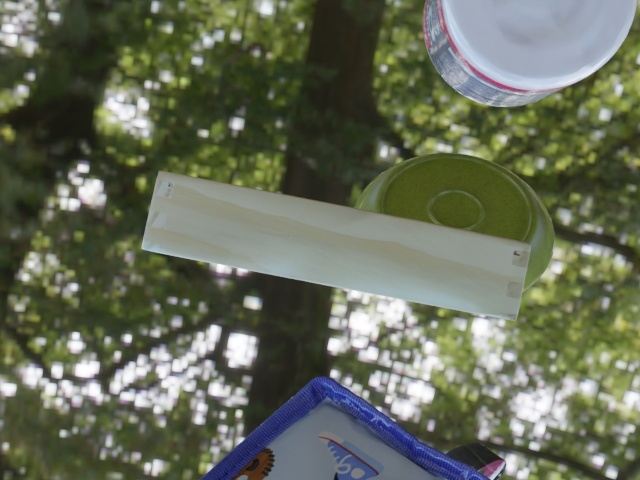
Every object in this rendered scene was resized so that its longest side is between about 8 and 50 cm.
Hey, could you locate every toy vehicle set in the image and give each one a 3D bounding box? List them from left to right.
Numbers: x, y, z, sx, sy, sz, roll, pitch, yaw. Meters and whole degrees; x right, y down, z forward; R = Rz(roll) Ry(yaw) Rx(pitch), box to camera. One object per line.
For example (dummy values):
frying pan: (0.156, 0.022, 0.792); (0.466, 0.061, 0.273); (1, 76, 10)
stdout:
toy vehicle set: (0.000, 0.000, 0.737); (0.166, 0.035, 0.267); (11, 180, -3)

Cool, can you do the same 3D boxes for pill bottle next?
pill bottle: (0.193, -0.223, 1.398); (0.176, 0.176, 0.318); (11, -179, -1)

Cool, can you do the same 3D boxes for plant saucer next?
plant saucer: (0.157, -0.025, 1.656); (0.241, 0.037, 0.241); (2, -133, -2)

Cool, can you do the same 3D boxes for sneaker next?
sneaker: (0.157, 0.324, 1.742); (0.077, 0.178, 0.072); (49, -178, -45)

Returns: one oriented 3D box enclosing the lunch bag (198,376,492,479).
lunch bag: (-0.049, 0.348, 1.035); (0.239, 0.327, 0.385); (28, -124, 33)
